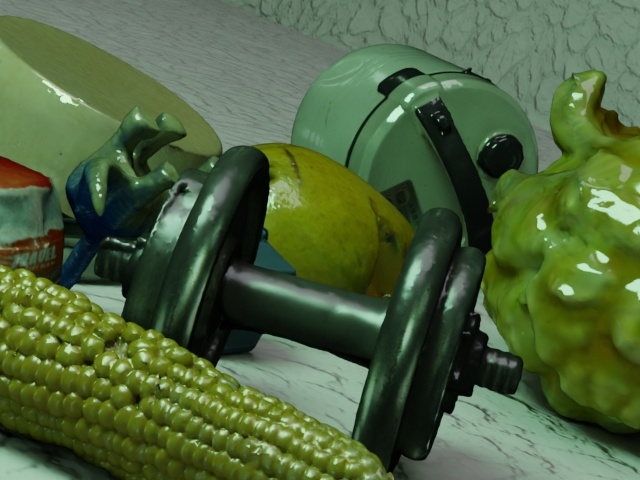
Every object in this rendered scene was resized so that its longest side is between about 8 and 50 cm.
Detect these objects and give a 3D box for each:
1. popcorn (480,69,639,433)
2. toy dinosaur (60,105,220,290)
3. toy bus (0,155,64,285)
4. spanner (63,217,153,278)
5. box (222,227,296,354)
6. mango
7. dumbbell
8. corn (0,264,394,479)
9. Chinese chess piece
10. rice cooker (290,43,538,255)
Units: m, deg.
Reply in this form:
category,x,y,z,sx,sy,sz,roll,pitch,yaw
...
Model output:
category,x,y,z,sx,sy,sz,roll,pitch,yaw
popcorn,0.272,0.035,1.462,0.335,0.274,0.279,11,39,17
toy dinosaur,-0.167,-0.009,1.265,0.075,0.188,0.247,49,15,1
toy bus,-0.300,-0.022,1.268,0.265,0.120,0.121,20,14,23
spanner,-0.163,0.007,1.506,0.325,0.040,0.095,2,18,-44
box,-0.067,0.040,1.357,0.054,0.099,0.074,41,23,30
mango,0.000,0.000,1.531,0.167,0.130,0.262,45,18,23
dumbbell,-0.008,0.048,1.169,0.290,0.192,0.192,17,12,6
corn,-0.102,0.101,1.047,0.320,0.097,0.097,23,14,21
Chinese chess piece,-0.218,-0.104,1.649,0.273,0.102,0.273,29,14,-8
rice cooker,0.096,-0.080,1.840,0.226,0.226,0.244,8,13,-31
